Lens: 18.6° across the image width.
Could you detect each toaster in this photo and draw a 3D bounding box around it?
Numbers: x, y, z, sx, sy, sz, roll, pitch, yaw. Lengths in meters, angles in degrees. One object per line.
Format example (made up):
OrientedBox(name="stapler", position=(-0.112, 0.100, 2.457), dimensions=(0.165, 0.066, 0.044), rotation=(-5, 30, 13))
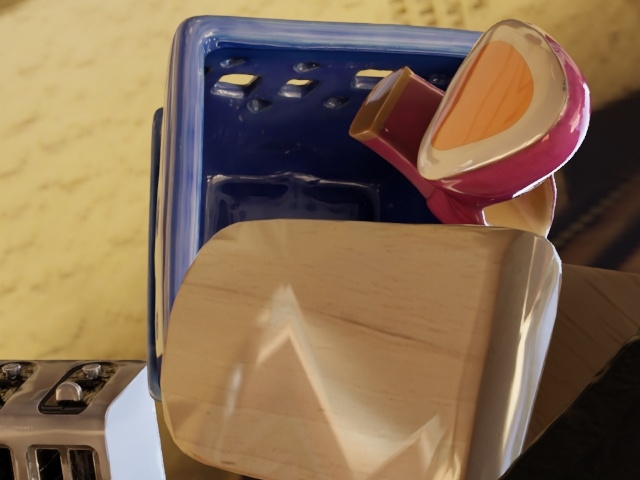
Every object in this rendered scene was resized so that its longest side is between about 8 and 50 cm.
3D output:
OrientedBox(name="toaster", position=(-0.224, 0.195, 1.637), dimensions=(0.168, 0.186, 0.110), rotation=(0, -163, 19))

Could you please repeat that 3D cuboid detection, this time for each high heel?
OrientedBox(name="high heel", position=(0.094, -0.030, 0.868), dimensions=(0.082, 0.117, 0.244), rotation=(-60, -166, -11))

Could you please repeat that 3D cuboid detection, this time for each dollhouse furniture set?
OrientedBox(name="dollhouse furniture set", position=(0.082, 0.214, 0.614), dimensions=(0.362, 0.394, 0.256), rotation=(15, 173, -33))

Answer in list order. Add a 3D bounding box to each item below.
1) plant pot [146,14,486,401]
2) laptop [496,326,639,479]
OrientedBox(name="plant pot", position=(0.000, 0.000, 1.254), dimensions=(0.236, 0.236, 0.212), rotation=(3, 168, -14))
OrientedBox(name="laptop", position=(0.144, 0.124, 0.367), dimensions=(0.264, 0.136, 0.234), rotation=(42, -122, 10))
